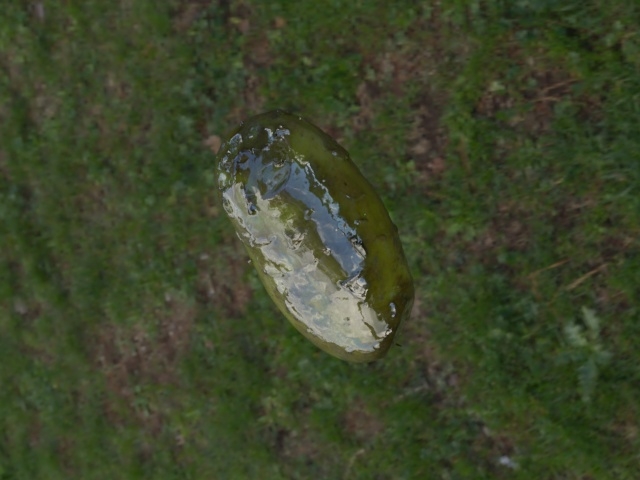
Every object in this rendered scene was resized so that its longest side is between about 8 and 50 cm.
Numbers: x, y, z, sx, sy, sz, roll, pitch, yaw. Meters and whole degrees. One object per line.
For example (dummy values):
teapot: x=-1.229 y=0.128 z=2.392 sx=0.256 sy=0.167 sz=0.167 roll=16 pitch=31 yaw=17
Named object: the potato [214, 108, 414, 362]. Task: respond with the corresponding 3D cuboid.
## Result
potato: x=0.000 y=0.000 z=0.948 sx=0.149 sy=0.113 sz=0.251 roll=-16 pitch=115 yaw=49
